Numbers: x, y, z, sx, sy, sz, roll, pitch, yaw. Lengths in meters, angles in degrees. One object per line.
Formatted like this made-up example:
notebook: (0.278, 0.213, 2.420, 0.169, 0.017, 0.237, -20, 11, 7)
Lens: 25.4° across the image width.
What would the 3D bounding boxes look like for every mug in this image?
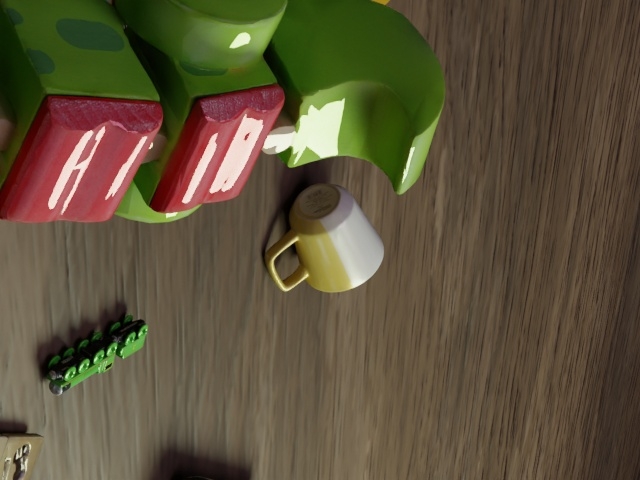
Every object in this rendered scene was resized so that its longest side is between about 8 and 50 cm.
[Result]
mug: (0.004, -0.001, 0.999, 0.078, 0.062, 0.064, -61, 146, -31)

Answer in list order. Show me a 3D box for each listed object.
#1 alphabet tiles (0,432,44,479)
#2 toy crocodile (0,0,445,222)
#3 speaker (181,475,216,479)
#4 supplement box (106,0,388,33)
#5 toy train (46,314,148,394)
alphabet tiles: (-0.219, 0.151, 0.702, 0.198, 0.009, 0.237, -70, 160, 0)
toy crocodile: (-0.109, -0.051, 0.527, 0.340, 0.105, 0.115, -4, 139, -33)
speaker: (-0.062, 0.205, 1.026, 0.055, 0.055, 0.136, -67, 155, -5)
supplement box: (-0.051, -0.183, 0.670, 0.191, 0.129, 0.194, -49, 148, -35)
toy train: (-0.131, 0.068, 0.833, 0.083, 0.017, 0.024, -31, 146, -52)
